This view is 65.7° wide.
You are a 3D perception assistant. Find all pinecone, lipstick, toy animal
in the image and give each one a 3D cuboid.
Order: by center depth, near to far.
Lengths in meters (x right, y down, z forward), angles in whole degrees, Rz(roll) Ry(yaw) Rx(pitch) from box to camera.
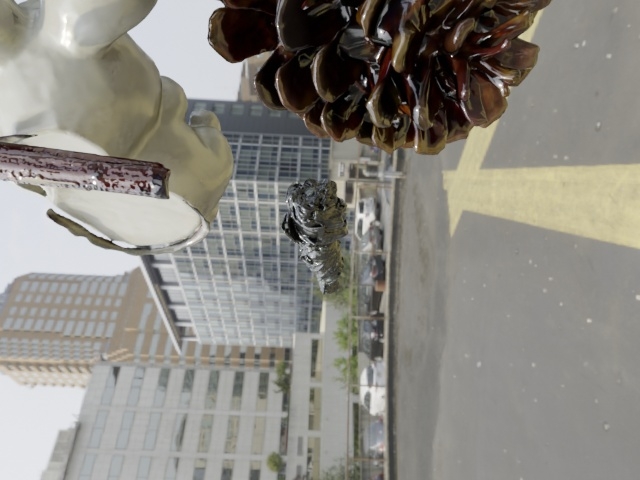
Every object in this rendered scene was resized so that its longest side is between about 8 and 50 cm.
[{"bbox_3d":[-0.176,-0.046,0.297,0.027,0.177,0.027,7,-90,-88],"label":"lipstick"},{"bbox_3d":[0.040,-0.186,0.382,0.292,0.246,0.246,53,150,41],"label":"pinecone"},{"bbox_3d":[-0.184,-0.108,0.430,0.325,0.209,0.154,101,159,-59],"label":"toy animal"}]

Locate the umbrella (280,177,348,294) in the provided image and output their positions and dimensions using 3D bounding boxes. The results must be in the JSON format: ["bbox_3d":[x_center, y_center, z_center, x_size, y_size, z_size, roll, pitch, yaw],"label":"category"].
[{"bbox_3d":[0.009,-0.009,1.157,0.128,0.154,0.336,45,168,37],"label":"umbrella"}]
